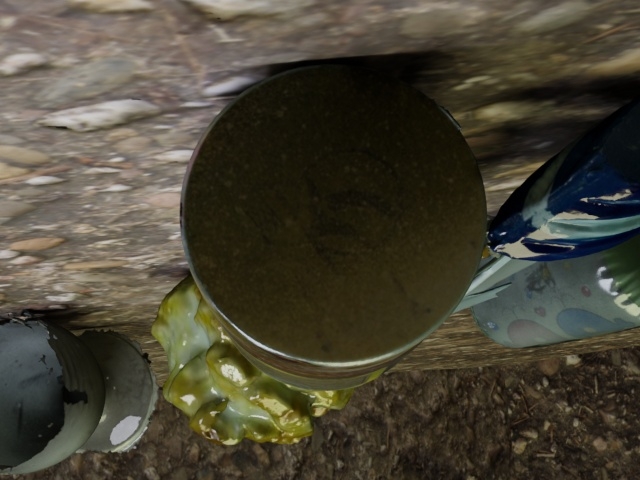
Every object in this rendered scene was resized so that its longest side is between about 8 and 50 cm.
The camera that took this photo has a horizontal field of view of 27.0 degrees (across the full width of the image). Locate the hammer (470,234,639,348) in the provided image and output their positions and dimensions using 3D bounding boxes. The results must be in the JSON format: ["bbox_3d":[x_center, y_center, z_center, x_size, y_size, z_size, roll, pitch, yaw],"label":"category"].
[{"bbox_3d":[0.304,0.018,1.230,0.336,0.118,0.206,-7,174,-40],"label":"hammer"}]

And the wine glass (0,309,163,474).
[{"bbox_3d":[-0.333,0.188,1.628,0.191,0.190,0.357,-7,170,12],"label":"wine glass"}]

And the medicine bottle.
[{"bbox_3d":[0.004,0.011,0.802,0.151,0.151,0.322,-5,171,-2],"label":"medicine bottle"}]

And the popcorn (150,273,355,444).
[{"bbox_3d":[-0.060,0.107,1.321,0.204,0.183,0.221,12,178,-22],"label":"popcorn"}]

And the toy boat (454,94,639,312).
[{"bbox_3d":[0.156,0.003,0.871,0.221,0.067,0.291,-23,163,-31],"label":"toy boat"}]
